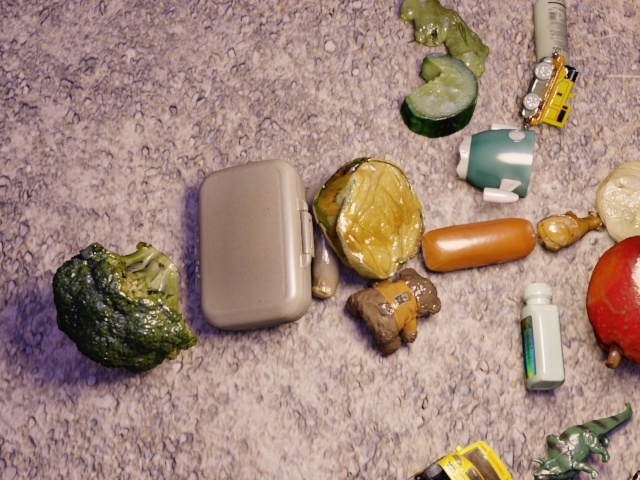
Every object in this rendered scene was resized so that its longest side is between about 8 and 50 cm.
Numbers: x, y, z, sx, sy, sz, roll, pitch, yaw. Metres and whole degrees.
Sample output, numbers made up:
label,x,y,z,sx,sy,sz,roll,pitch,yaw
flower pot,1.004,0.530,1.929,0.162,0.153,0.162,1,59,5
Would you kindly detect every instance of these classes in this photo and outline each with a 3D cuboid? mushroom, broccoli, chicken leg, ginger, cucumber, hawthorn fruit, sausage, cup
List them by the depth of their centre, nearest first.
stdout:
label,x,y,z,sx,sy,sz,roll,pitch,yaw
broccoli,-0.417,0.143,1.728,0.321,0.303,0.283,43,46,-12
hawthorn fruit,0.712,0.151,1.772,0.265,0.265,0.307,26,76,7
mushroom,0.002,-0.002,1.874,0.099,0.096,0.278,9,66,-41
sausage,0.370,0.008,1.889,0.274,0.105,0.105,-9,70,-6
chicken leg,0.597,-0.029,1.928,0.207,0.101,0.085,-13,73,-29
cup,0.418,-0.192,1.940,0.173,0.168,0.300,7,43,10
cucumber,0.302,-0.351,2.014,0.191,0.130,0.191,-2,70,4
ginger,0.324,-0.535,2.102,0.290,0.089,0.137,43,55,8

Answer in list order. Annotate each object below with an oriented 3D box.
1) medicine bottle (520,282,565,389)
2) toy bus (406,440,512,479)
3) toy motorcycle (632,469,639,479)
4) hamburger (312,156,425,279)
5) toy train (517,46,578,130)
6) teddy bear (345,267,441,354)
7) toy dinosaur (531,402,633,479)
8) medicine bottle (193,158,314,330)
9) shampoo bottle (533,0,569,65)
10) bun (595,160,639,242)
label,x,y,z,sx,sy,sz,roll,pitch,yaw
medicine bottle,0.494,0.213,1.807,0.083,0.121,0.229,1,69,-2
toy bus,0.274,0.488,1.583,0.152,0.330,0.144,-29,74,-16
toy motorcycle,0.772,0.521,1.702,0.207,0.134,0.401,31,70,15
hamburger,0.114,-0.055,1.842,0.285,0.134,0.266,-39,108,-33
toy train,0.572,-0.368,2.011,0.127,0.089,0.219,20,100,-2
teddy bear,0.175,0.143,1.817,0.190,0.140,0.177,-29,70,-21
toy dinosaur,0.585,0.452,1.747,0.291,0.079,0.120,-18,73,-13
medicine bottle,-0.150,0.010,1.819,0.282,0.123,0.375,-10,70,19
shampoo bottle,0.603,-0.507,2.102,0.085,0.085,0.263,4,70,-1
bun,0.771,-0.091,1.922,0.237,0.116,0.210,-33,83,-28
